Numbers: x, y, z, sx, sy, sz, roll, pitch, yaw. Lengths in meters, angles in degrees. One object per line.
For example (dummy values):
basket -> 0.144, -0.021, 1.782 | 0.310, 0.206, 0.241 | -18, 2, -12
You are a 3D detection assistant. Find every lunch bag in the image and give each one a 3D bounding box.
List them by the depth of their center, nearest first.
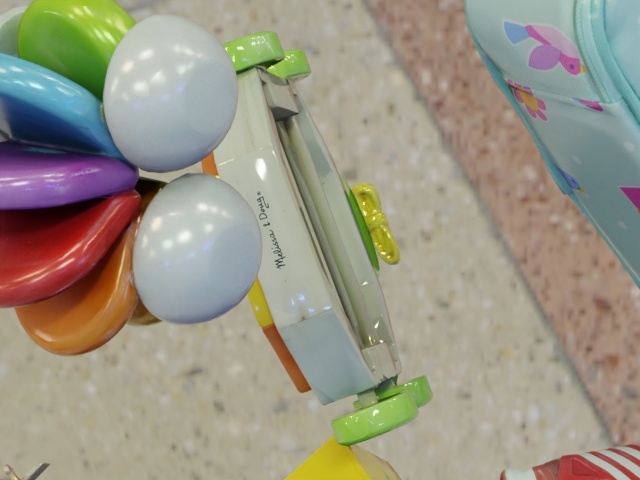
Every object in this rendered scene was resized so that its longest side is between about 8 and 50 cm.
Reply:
lunch bag -> 0.205, -0.092, 0.896 | 0.224, 0.279, 0.108 | -47, 32, -15

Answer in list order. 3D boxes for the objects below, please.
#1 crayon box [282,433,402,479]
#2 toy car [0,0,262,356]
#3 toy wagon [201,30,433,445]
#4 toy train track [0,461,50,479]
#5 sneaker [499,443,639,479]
crayon box -> -0.020, 0.366, 1.312 | 0.363, 0.106, 0.313 | -42, 57, 7
toy car -> -0.125, -0.030, 0.967 | 0.159, 0.182, 0.136 | 11, 28, 41
toy wagon -> 0.000, 0.000, 1.367 | 0.068, 0.344, 0.267 | -21, 87, 7
toy train track -> -0.160, 0.133, 1.069 | 0.048, 0.083, 0.014 | -45, 71, 7
sneaker -> 0.200, 0.210, 1.220 | 0.128, 0.087, 0.221 | -20, 52, 1
